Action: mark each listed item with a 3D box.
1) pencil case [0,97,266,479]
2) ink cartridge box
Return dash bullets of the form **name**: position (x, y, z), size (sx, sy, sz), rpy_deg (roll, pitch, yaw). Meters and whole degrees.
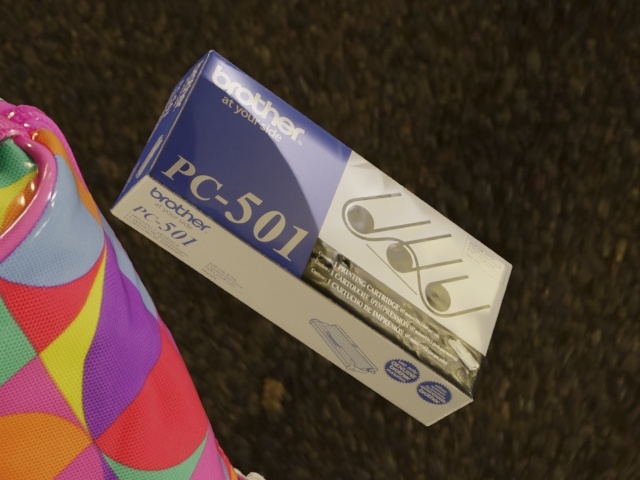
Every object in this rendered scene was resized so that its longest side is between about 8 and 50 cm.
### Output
- **pencil case**: position (-0.078, 0.058, 0.486), size (0.104, 0.236, 0.104), rpy_deg (-10, 49, 12)
- **ink cartridge box**: position (0.000, 0.000, 0.870), size (0.207, 0.046, 0.097), rpy_deg (34, 49, -15)
